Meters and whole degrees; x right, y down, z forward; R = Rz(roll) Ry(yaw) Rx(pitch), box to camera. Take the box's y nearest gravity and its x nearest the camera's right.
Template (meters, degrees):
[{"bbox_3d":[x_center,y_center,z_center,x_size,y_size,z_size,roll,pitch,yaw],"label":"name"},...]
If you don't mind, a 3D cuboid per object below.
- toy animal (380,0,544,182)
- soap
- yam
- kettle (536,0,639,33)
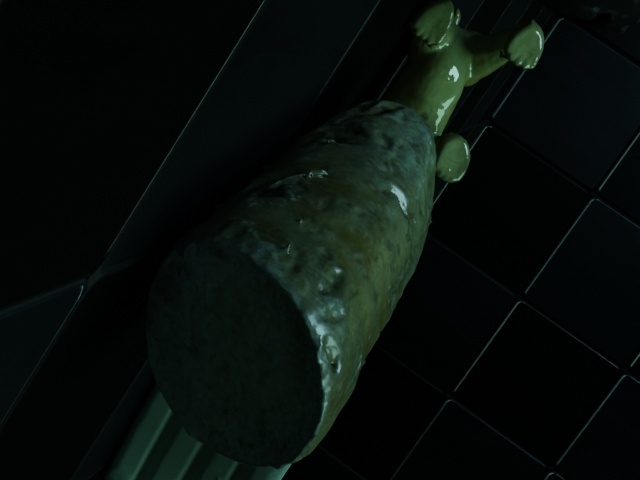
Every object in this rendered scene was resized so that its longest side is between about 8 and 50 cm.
[{"bbox_3d":[0.068,-0.098,1.020,0.219,0.103,0.101,-59,-162,-4],"label":"toy animal"},{"bbox_3d":[-0.072,0.138,0.992,0.198,0.119,0.066,-59,175,33],"label":"soap"},{"bbox_3d":[0.000,0.000,0.812,0.133,0.133,0.330,-59,177,34],"label":"yam"},{"bbox_3d":[0.226,-0.282,0.846,0.290,0.207,0.268,-45,143,-8],"label":"kettle"}]
